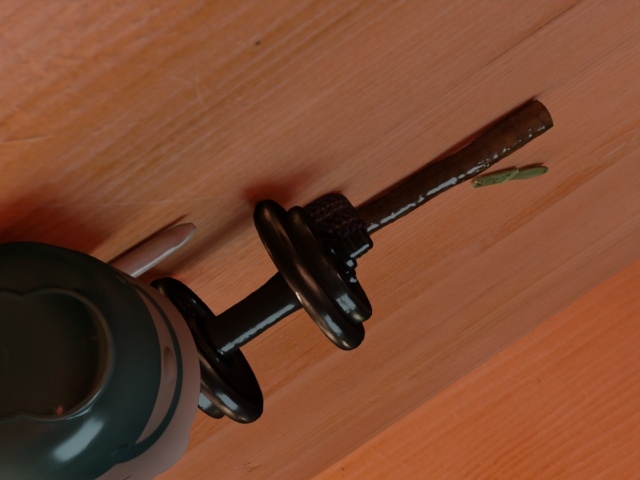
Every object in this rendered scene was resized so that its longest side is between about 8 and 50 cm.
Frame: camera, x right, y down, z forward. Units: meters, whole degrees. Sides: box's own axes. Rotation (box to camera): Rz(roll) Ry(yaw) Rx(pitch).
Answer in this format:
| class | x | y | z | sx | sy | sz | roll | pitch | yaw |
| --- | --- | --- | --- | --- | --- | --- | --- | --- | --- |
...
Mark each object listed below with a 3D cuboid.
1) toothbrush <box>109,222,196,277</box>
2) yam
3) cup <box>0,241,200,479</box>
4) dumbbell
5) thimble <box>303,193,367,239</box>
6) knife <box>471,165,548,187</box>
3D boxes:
| class | x | y | z | sx | sy | sz | roll | pitch | yaw |
| --- | --- | --- | --- | --- | --- | --- | --- | --- | --- |
| toothbrush | -0.256 | 0.067 | 1.515 | 0.307 | 0.025 | 0.029 | -32 | 174 | -3 |
| yam | 0.142 | -0.073 | 1.868 | 0.327 | 0.045 | 0.045 | -31 | 143 | -7 |
| cup | -0.269 | 0.119 | 1.337 | 0.289 | 0.219 | 0.257 | -3 | 168 | 10 |
| dumbbell | -0.067 | 0.076 | 1.617 | 0.290 | 0.192 | 0.192 | -35 | 165 | 7 |
| thimble | 0.002 | -0.001 | 1.758 | 0.104 | 0.066 | 0.095 | -35 | 163 | 2 |
| knife | 0.272 | -0.093 | 2.137 | 0.207 | 0.014 | 0.030 | -13 | 157 | -51 |
